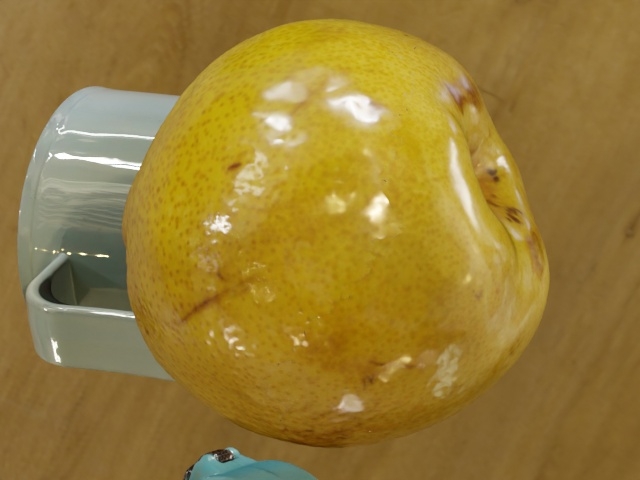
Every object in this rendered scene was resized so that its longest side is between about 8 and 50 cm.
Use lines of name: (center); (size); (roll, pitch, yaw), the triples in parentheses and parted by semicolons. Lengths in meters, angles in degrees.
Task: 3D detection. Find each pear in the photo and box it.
pear: (0.000, 0.000, 0.659); (0.209, 0.209, 0.209); (-6, 109, -18)

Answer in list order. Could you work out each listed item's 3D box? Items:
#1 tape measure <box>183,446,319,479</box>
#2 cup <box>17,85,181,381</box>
tape measure: (-0.039, 0.194, 0.793); (0.081, 0.146, 0.125); (-8, 118, -47)
cup: (-0.088, -0.007, 1.208); (0.311, 0.331, 0.256); (6, 88, 18)
